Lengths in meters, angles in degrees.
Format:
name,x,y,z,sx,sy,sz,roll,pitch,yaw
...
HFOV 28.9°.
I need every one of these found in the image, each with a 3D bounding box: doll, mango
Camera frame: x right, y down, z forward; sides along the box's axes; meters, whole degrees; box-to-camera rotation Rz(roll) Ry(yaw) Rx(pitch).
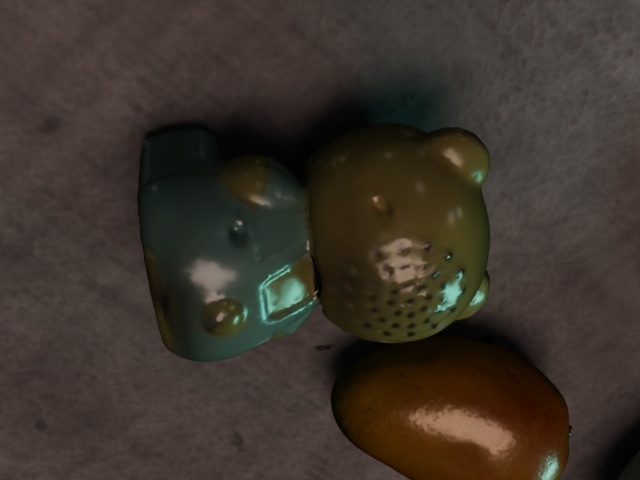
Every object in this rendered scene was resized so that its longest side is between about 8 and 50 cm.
name,x,y,z,sx,sy,sz,roll,pitch,yaw
doll,0.000,0.000,0.939,0.261,0.161,0.177,-7,126,-2
mango,0.121,0.156,1.104,0.221,0.120,0.151,28,119,-18

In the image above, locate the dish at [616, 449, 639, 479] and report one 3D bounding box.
name,x,y,z,sx,sy,sz,roll,pitch,yaw
dish,0.398,0.256,1.227,0.256,0.117,0.256,-6,126,-8
